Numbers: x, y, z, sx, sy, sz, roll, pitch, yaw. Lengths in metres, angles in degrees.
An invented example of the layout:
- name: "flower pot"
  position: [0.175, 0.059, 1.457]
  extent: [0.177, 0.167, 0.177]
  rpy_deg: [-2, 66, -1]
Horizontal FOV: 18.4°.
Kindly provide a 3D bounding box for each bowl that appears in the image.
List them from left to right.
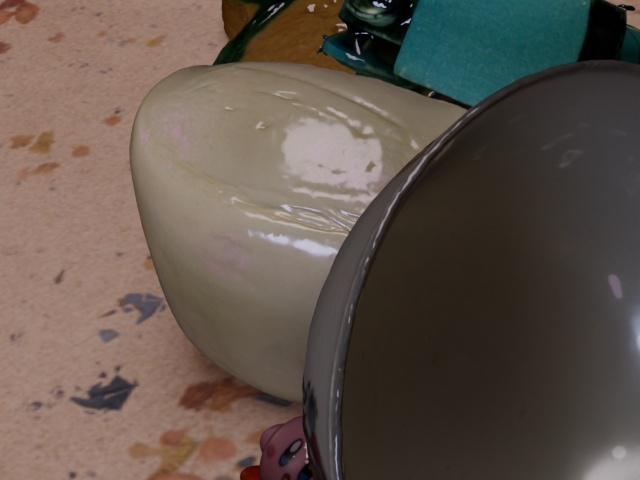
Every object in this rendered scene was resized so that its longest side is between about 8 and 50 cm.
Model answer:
- name: "bowl"
  position: [0.103, 0.072, 1.058]
  extent: [0.337, 0.337, 0.157]
  rpy_deg: [-33, 21, -28]

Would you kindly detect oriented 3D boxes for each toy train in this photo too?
- name: "toy train"
  position: [0.134, -0.131, 1.308]
  extent: [0.194, 0.120, 0.298]
  rpy_deg: [25, 11, 26]

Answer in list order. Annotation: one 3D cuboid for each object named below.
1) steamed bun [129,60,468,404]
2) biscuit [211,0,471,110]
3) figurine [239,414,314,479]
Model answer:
- name: "steamed bun"
  position: [0.000, 0.000, 1.226]
  extent: [0.250, 0.200, 0.154]
  rpy_deg: [10, 54, 15]
- name: "biscuit"
  position: [0.042, -0.171, 1.561]
  extent: [0.287, 0.057, 0.344]
  rpy_deg: [26, 49, 38]
- name: "figurine"
  position: [-0.005, 0.135, 1.158]
  extent: [0.067, 0.071, 0.083]
  rpy_deg: [15, 23, -48]
